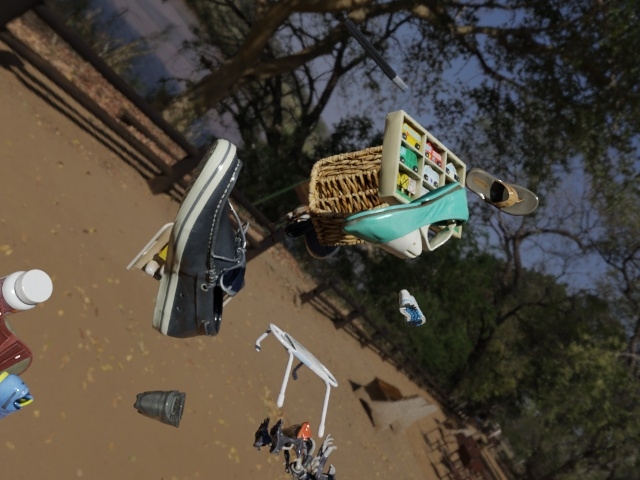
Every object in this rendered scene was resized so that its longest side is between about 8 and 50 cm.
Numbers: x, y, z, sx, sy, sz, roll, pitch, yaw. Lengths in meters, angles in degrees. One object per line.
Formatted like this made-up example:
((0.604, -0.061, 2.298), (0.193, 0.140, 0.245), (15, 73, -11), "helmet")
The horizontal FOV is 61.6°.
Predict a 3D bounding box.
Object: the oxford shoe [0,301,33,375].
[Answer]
((-0.787, 0.179, 1.216), (0.130, 0.123, 0.348), (31, -40, 32), "oxford shoe")

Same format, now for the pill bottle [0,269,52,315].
((-0.942, 0.162, 1.649), (0.121, 0.221, 0.121), (43, 39, -50), "pill bottle")

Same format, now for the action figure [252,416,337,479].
((-0.029, 0.549, 1.341), (0.275, 0.164, 0.141), (46, 49, -12), "action figure")

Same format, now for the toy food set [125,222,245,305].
((-0.418, 0.108, 1.668), (0.306, 0.220, 0.092), (39, 25, -18), "toy food set")

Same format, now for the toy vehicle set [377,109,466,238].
((0.204, -0.118, 1.041), (0.267, 0.035, 0.166), (23, 69, -47), "toy vehicle set")

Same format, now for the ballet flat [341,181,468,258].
((0.139, -0.022, 0.782), (0.083, 0.247, 0.087), (-16, -88, 52), "ballet flat")

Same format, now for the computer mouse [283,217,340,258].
((0.000, 0.000, 1.777), (0.272, 0.188, 0.072), (62, 5, -63), "computer mouse")

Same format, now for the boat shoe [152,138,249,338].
((-0.215, 0.021, 1.048), (0.156, 0.500, 0.187), (17, 39, -8), "boat shoe")

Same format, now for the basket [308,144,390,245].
((0.115, -0.124, 1.478), (0.213, 0.299, 0.223), (-55, 134, -63), "basket")

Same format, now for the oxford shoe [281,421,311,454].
((-0.079, 0.611, 1.635), (0.271, 0.098, 0.097), (87, -6, -74), "oxford shoe")

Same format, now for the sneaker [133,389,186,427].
((-0.489, 0.503, 1.642), (0.286, 0.130, 0.109), (101, -3, -62), "sneaker")

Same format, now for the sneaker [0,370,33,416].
((-0.710, 0.373, 1.228), (0.082, 0.209, 0.069), (32, 43, -8), "sneaker")

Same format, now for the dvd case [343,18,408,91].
((0.147, -0.462, 1.365), (0.180, 0.022, 0.253), (50, 18, 4), "dvd case")

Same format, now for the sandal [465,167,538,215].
((0.504, -0.135, 1.500), (0.219, 0.090, 0.060), (30, 15, -1), "sandal")

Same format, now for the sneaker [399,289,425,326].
((0.309, 0.230, 1.837), (0.190, 0.071, 0.083), (63, 14, -50), "sneaker")

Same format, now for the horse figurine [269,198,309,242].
((-0.075, -0.091, 1.935), (0.066, 0.263, 0.174), (58, 27, 5), "horse figurine")

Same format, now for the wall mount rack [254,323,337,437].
((-0.070, 0.424, 1.671), (0.350, 0.130, 0.304), (46, 0, -33), "wall mount rack")
